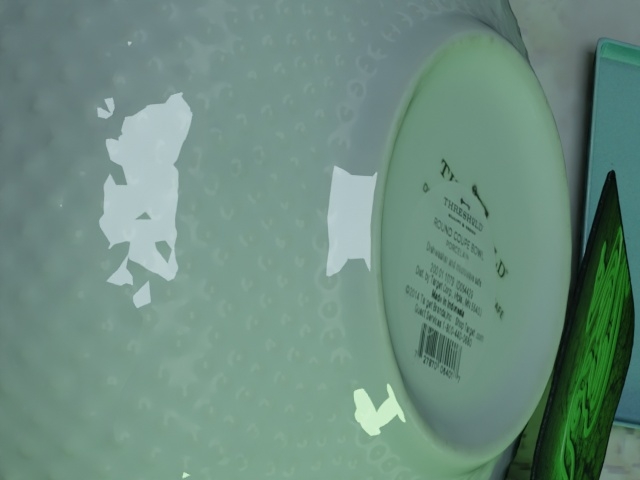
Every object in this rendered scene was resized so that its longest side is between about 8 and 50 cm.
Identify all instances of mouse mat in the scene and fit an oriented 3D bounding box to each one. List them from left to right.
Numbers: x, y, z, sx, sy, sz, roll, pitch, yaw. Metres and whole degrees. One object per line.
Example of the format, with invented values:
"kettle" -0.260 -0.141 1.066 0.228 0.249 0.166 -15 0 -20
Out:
"mouse mat" 0.111 0.083 0.836 0.007 0.152 0.189 8 63 18

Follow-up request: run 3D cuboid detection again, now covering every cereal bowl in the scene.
"cereal bowl" 0.000 0.000 0.733 0.339 0.141 0.338 -2 92 -59

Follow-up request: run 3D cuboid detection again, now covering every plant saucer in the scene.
"plant saucer" 0.156 -0.002 0.958 0.067 0.018 0.192 11 76 -21
